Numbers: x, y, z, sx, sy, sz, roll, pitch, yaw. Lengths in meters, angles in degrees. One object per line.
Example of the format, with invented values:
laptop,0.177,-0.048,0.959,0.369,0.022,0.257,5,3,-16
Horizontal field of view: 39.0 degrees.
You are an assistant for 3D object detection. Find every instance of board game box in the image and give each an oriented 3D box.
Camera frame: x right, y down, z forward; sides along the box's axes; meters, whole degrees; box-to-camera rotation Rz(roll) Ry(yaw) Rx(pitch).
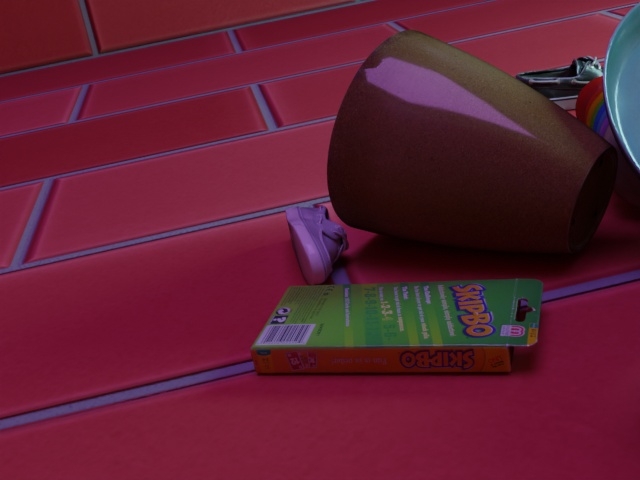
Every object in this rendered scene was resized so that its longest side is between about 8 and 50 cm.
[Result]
board game box,0.075,0.079,0.849,0.260,0.039,0.124,-5,24,19

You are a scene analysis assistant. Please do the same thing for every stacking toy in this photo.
stacking toy,0.387,-0.148,1.132,0.141,0.141,0.330,-8,19,5

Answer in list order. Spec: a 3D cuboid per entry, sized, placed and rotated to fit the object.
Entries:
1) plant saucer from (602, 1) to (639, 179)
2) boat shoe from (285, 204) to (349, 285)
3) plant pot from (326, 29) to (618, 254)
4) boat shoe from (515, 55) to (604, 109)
plant saucer,0.433,-0.126,0.930,0.318,0.317,0.043,-18,-19,-17
boat shoe,0.000,0.000,1.043,0.063,0.066,0.184,-13,13,-4
plant pot,0.179,-0.085,0.982,0.254,0.237,0.237,22,37,30
boat shoe,0.417,-0.251,1.421,0.219,0.070,0.078,-10,23,2
